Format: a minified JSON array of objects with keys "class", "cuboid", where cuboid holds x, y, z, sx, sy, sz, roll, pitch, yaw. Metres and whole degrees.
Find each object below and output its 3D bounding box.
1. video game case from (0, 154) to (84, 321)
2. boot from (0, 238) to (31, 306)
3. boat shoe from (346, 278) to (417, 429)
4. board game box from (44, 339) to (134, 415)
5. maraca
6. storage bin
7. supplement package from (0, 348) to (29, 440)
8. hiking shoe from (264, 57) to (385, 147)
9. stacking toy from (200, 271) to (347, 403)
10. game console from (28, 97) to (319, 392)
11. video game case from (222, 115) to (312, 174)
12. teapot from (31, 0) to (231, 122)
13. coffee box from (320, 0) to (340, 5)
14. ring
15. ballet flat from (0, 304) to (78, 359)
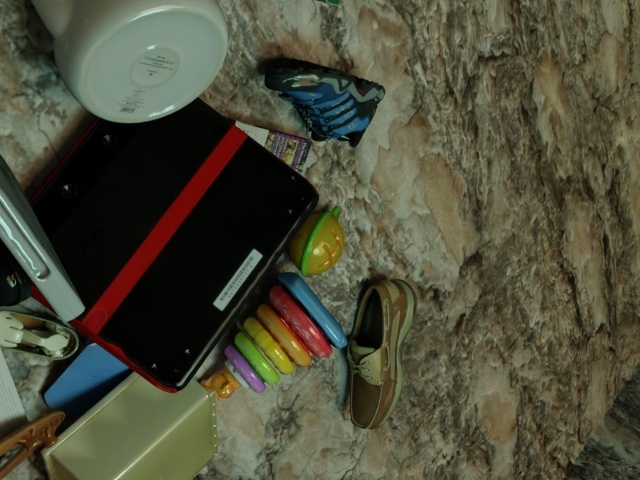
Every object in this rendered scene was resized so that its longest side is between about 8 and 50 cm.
[{"class":"video game case","cuboid":[-0.408,-0.094,1.295,0.036,0.329,0.300,-32,135,-9]},{"class":"boot","cuboid":[-0.500,0.073,1.337,0.207,0.246,0.094,-34,118,-40]},{"class":"boat shoe","cuboid":[0.106,0.236,2.291,0.120,0.122,0.324,6,96,-47]},{"class":"board game box","cuboid":[-0.363,0.211,1.735,0.169,0.033,0.133,-47,142,13]},{"class":"maraca","cuboid":[0.000,0.000,2.042,0.186,0.099,0.127,-45,156,-65]},{"class":"storage bin","cuboid":[-0.301,0.356,1.785,0.262,0.123,0.260,-42,155,-30]},{"class":"supplement package","cuboid":[-0.562,0.226,1.391,0.293,0.177,0.175,-38,135,-34]},{"class":"hiking shoe","cuboid":[0.008,-0.237,1.904,0.304,0.113,0.132,6,103,-52]},{"class":"stacking toy","cuboid":[-0.114,0.211,1.977,0.302,0.175,0.166,-39,101,-7]},{"class":"game console","cuboid":[-0.235,-0.024,1.588,0.342,0.060,0.386,38,74,-9]},{"class":"video game case","cuboid":[-0.123,-0.085,1.882,0.210,0.041,0.232,8,103,-52]},{"class":"teapot","cuboid":[-0.257,-0.300,1.492,0.252,0.187,0.256,-27,151,-6]},{"class":"coffee box","cuboid":[0.003,-0.485,1.770,0.040,0.113,0.184,3,105,-55]},{"class":"ring","cuboid":[-0.487,0.353,1.505,0.336,0.032,0.336,-40,174,-5]},{"class":"ballet flat","cuboid":[-0.440,0.131,1.584,0.213,0.068,0.072,21,92,-53]}]
